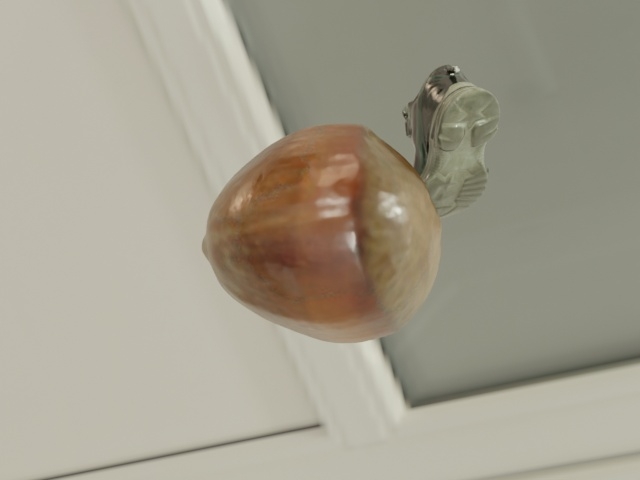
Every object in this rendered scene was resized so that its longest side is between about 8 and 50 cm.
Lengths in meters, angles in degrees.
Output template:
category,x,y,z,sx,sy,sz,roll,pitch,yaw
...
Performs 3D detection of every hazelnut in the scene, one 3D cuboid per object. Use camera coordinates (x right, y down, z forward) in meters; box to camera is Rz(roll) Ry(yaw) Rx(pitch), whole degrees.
category,x,y,z,sx,sy,sz,roll,pitch,yaw
hazelnut,0.000,0.000,1.573,0.214,0.214,0.176,45,32,-38

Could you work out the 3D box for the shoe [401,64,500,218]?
category,x,y,z,sx,sy,sz,roll,pitch,yaw
shoe,0.109,-0.099,1.692,0.071,0.169,0.099,-9,48,-22
